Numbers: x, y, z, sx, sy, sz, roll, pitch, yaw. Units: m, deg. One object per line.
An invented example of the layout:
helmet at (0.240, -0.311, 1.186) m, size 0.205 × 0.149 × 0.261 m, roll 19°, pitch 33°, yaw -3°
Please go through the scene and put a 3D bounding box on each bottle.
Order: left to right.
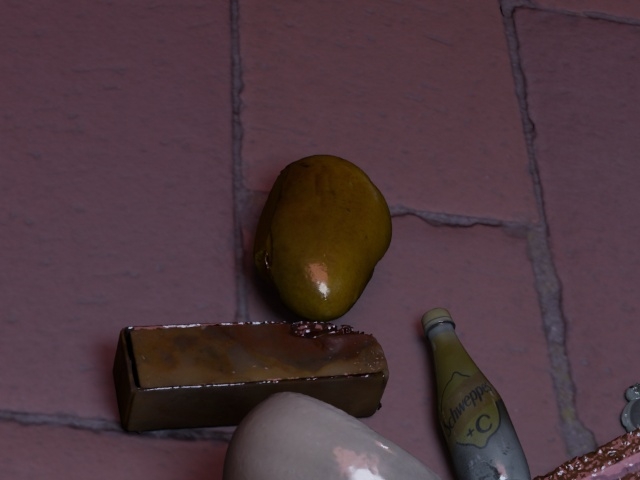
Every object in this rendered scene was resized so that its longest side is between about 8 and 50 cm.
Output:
bottle at (0.173, 0.193, 2.047) m, size 0.083 × 0.083 × 0.269 m, roll -5°, pitch 50°, yaw -20°

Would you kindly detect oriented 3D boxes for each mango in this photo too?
mango at (0.000, 0.000, 2.123) m, size 0.167 × 0.130 × 0.262 m, roll 16°, pitch 41°, yaw 2°

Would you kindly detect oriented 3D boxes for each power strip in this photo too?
power strip at (0.397, 0.211, 2.127) m, size 0.055 × 0.035 × 0.083 m, roll 5°, pitch 51°, yaw -11°

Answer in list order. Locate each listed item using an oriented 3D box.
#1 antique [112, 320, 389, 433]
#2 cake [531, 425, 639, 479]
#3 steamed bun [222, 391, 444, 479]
antique at (-0.079, 0.155, 2.007) m, size 0.310 × 0.087 × 0.093 m, roll -2°, pitch 49°, yaw -16°
cake at (0.379, 0.279, 2.023) m, size 0.295 × 0.112 × 0.116 m, roll -18°, pitch 55°, yaw -22°
steamed bun at (0.014, 0.293, 1.800) m, size 0.283 × 0.283 × 0.177 m, roll 30°, pitch 74°, yaw 11°
